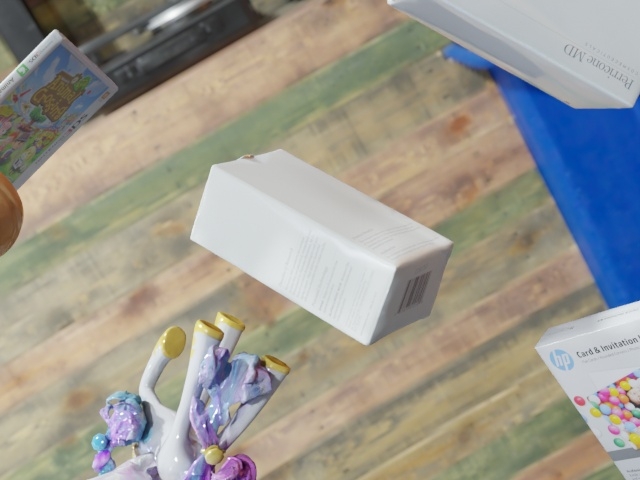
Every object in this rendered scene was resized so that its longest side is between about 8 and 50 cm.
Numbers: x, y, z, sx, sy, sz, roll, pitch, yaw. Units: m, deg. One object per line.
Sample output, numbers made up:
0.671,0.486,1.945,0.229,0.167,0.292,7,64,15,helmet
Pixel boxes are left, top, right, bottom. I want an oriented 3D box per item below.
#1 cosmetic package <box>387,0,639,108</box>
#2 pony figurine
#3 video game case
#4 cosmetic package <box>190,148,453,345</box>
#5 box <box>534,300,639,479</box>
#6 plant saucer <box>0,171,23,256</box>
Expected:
0.219,-0.269,1.112,0.225,0.224,0.138,-64,13,2,cosmetic package
-0.180,0.293,1.586,0.364,0.302,0.351,-63,28,3,pony figurine
-0.349,-0.151,1.471,0.193,0.023,0.212,-45,-11,-1,video game case
0.000,0.000,2.032,0.385,0.156,0.217,29,25,26,cosmetic package
0.308,0.147,1.117,0.145,0.186,0.038,-24,14,48,box
-0.427,-0.026,1.315,0.200,0.200,0.037,-24,44,22,plant saucer
